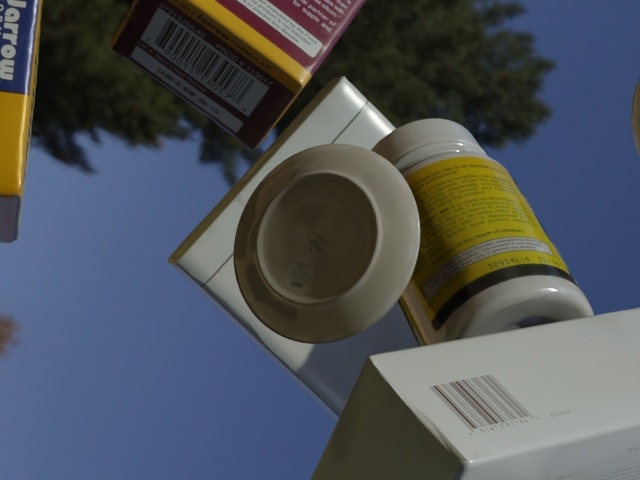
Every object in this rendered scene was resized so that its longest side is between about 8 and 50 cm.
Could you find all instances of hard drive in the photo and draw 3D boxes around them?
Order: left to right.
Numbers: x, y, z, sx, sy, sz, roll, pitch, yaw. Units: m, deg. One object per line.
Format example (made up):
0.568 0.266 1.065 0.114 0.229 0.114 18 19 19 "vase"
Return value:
0.064 0.054 1.483 0.233 0.353 0.047 -49 -166 -14 "hard drive"

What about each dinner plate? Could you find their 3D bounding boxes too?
0.000 0.000 1.089 0.141 0.017 0.141 -7 -106 26 "dinner plate"

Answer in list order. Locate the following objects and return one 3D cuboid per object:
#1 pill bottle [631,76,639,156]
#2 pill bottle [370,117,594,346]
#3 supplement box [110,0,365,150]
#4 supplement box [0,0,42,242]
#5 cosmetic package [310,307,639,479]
0.461 -0.047 1.453 0.224 0.392 0.224 -19 -126 29 "pill bottle"
0.105 0.011 1.161 0.119 0.119 0.208 -49 -140 23 "pill bottle"
-0.023 -0.160 0.928 0.188 0.104 0.081 -57 -174 -34 "supplement box"
-0.424 -0.125 1.361 0.195 0.357 0.194 137 -42 -74 "supplement box"
0.140 0.179 0.997 0.097 0.377 0.284 46 -54 36 "cosmetic package"
